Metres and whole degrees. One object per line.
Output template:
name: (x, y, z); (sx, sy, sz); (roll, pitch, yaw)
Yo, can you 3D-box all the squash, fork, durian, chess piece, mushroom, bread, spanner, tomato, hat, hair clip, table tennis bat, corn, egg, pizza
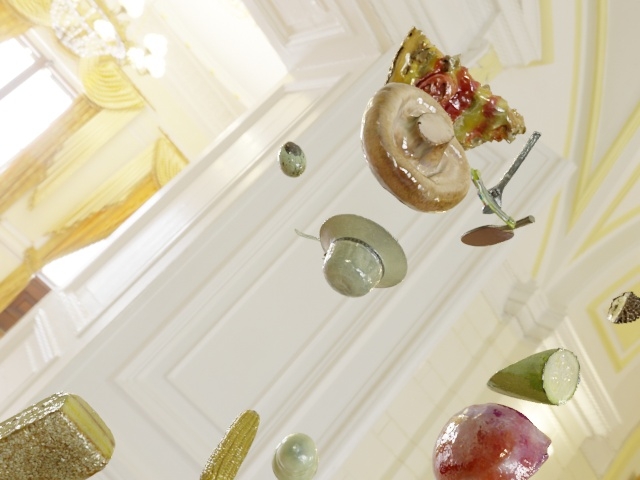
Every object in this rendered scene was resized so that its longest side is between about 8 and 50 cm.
squash: (0.650, 0.409, 1.754); (0.189, 0.189, 0.260); (49, -21, -19)
fork: (0.003, -0.003, 1.995); (0.219, 0.034, 0.028); (23, -41, -22)
durian: (0.703, 0.154, 1.279); (0.052, 0.130, 0.066); (46, -40, 5)
chess piece: (-0.067, 0.611, 1.588); (0.144, 0.144, 0.251); (39, -26, 16)
mushroom: (0.188, -0.182, 1.098); (0.278, 0.278, 0.146); (47, -42, -12)
bread: (-0.571, 0.433, 1.157); (0.184, 0.234, 0.110); (63, 1, -23)
spanner: (0.638, -0.223, 1.878); (0.093, 0.326, 0.026); (25, 24, -12)
tomato: (0.434, 0.559, 1.510); (0.334, 0.289, 0.176); (-31, -89, 47)
hat: (0.081, 0.068, 1.424); (0.257, 0.130, 0.257); (22, -40, 20)
hair clip: (0.401, -0.104, 1.329); (0.188, 0.033, 0.060); (53, 27, -2)
table tennis bat: (0.532, -0.026, 1.672); (0.138, 0.022, 0.246); (15, -25, -31)
corn: (-0.214, 0.502, 1.339); (0.080, 0.231, 0.080); (9, -58, 14)
egg: (-0.084, -0.239, 1.642); (0.085, 0.085, 0.111); (165, -82, -72)
pizza: (0.357, -0.361, 1.532); (0.405, 0.441, 0.130); (11, 11, 24)
